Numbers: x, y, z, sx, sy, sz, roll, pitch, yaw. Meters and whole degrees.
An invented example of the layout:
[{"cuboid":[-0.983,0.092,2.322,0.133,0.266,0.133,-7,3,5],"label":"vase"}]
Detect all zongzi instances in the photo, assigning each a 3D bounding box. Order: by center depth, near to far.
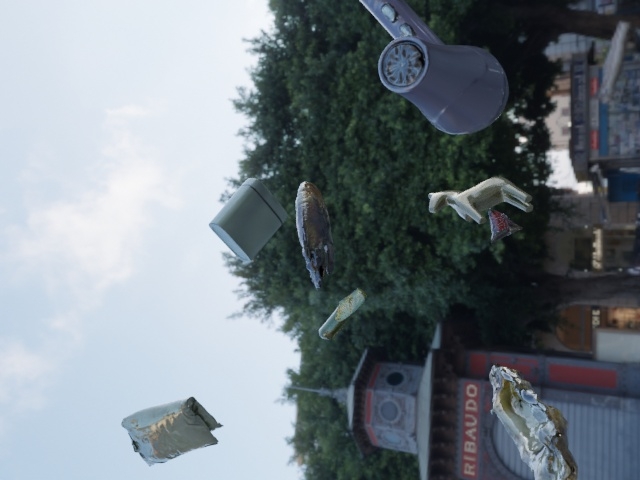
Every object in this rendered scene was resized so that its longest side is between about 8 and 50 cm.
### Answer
[{"cuboid":[0.436,-0.033,1.325,0.067,0.073,0.083,47,-140,-42],"label":"zongzi"}]

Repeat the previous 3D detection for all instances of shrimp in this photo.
[{"cuboid":[0.000,0.000,1.495,0.233,0.071,0.365,60,-163,-46],"label":"shrimp"}]

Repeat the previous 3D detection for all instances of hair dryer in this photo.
[{"cuboid":[0.100,-0.297,0.781,0.361,0.121,0.301,53,-152,18],"label":"hair dryer"}]

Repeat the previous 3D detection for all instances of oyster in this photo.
[{"cuboid":[0.307,0.255,0.831,0.345,0.078,0.129,-60,-38,-81],"label":"oyster"}]

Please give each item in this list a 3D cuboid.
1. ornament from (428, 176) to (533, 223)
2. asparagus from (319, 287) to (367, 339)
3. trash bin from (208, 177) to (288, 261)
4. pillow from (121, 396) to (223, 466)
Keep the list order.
[{"cuboid":[0.435,-0.112,1.605,0.061,0.230,0.245,67,175,-32],"label":"ornament"},{"cuboid":[0.051,0.173,1.309,0.041,0.045,0.178,-86,22,-44],"label":"asparagus"},{"cuboid":[-0.145,-0.042,1.148,0.116,0.059,0.130,50,-117,-27],"label":"trash bin"},{"cuboid":[-0.315,0.402,1.206,0.078,0.181,0.134,-93,-20,-59],"label":"pillow"}]
